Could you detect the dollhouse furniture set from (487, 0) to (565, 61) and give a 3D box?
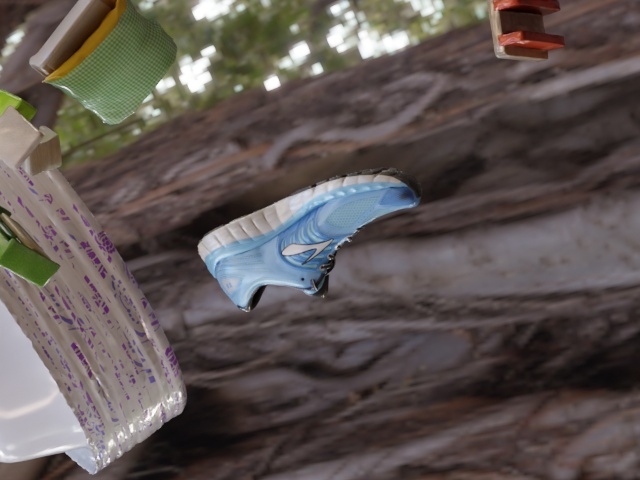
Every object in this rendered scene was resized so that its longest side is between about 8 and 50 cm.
[{"bbox_3d":[0.242,-0.225,1.168,0.262,0.259,0.135,-4,-97,-53],"label":"dollhouse furniture set"}]

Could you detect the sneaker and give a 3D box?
[{"bbox_3d":[0.000,0.000,1.112,0.073,0.162,0.063,67,-161,1],"label":"sneaker"}]

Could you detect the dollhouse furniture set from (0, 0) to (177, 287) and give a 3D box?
[{"bbox_3d":[-0.128,-0.056,0.854,0.151,0.058,0.076,-51,-40,1],"label":"dollhouse furniture set"}]

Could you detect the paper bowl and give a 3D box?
[{"bbox_3d":[-0.236,0.051,1.210,0.148,0.284,0.284,-36,-76,-18],"label":"paper bowl"}]
